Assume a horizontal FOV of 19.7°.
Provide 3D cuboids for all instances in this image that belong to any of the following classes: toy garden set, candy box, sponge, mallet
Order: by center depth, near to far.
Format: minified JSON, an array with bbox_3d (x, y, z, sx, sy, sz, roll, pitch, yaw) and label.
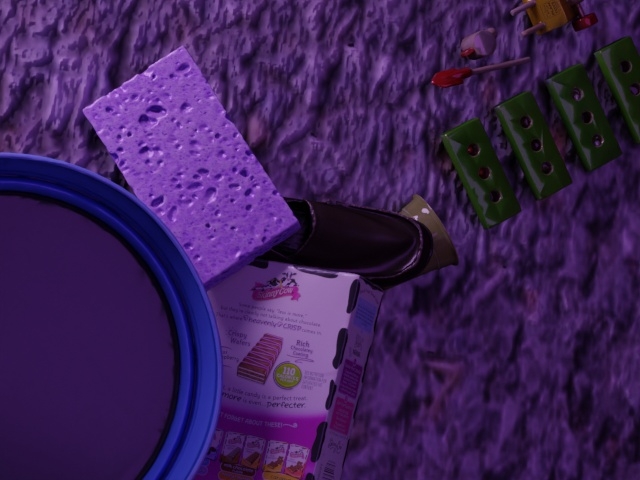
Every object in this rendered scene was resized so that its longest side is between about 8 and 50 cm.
[{"bbox_3d":[-0.047,0.139,1.729,0.159,0.071,0.233,10,80,24],"label":"candy box"},{"bbox_3d":[-0.121,-0.067,1.732,0.117,0.031,0.210,-32,77,-4],"label":"sponge"},{"bbox_3d":[-0.178,0.121,1.745,0.062,0.039,0.189,41,69,-12],"label":"mallet"},{"bbox_3d":[0.220,-0.155,1.918,0.244,0.049,0.203,-28,98,-20],"label":"toy garden set"}]

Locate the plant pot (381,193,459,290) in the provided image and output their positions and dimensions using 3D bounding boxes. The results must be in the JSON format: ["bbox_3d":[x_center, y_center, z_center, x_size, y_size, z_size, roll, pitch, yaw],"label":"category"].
[{"bbox_3d":[0.083,0.009,1.838,0.079,0.083,0.083,-32,97,-8],"label":"plant pot"}]

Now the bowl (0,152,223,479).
[{"bbox_3d":[-0.285,0.117,1.647,0.391,0.077,0.391,0,89,-11],"label":"bowl"}]

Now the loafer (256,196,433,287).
[{"bbox_3d":[0.000,0.000,1.768,0.220,0.078,0.080,4,82,-1],"label":"loafer"}]
